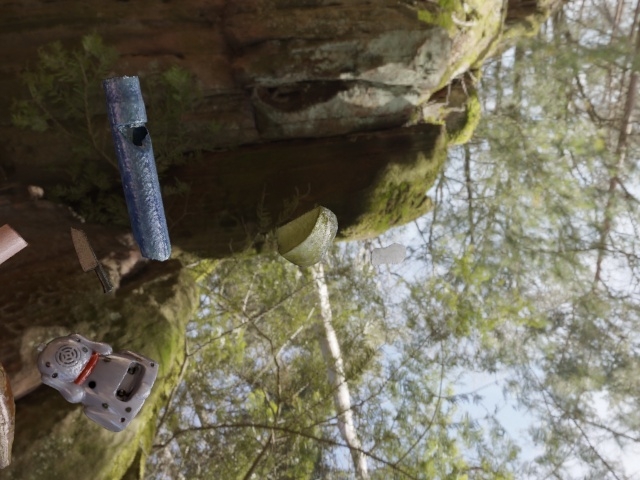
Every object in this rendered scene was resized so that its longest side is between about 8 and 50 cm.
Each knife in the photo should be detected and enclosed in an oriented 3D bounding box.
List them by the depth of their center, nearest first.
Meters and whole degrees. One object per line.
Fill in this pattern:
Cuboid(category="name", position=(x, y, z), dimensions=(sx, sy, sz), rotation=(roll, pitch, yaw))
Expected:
Cuboid(category="knife", position=(-0.711, 0.061, 1.455), dimensions=(0.060, 0.230, 0.028), rotation=(-21, -170, 2))

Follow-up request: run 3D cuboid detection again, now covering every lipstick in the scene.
Cuboid(category="lipstick", position=(-1.033, 0.082, 1.382), dimensions=(0.087, 0.087, 0.327), rotation=(23, -124, 40))

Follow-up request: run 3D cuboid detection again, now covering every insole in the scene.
Cuboid(category="insole", position=(0.199, 0.042, 1.371), dimensions=(0.006, 0.065, 0.194), rotation=(8, -171, 40))

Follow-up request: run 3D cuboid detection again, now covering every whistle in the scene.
Cuboid(category="whistle", position=(-0.302, -0.113, 0.789), dimensions=(0.062, 0.303, 0.062), rotation=(-4, -163, 1))

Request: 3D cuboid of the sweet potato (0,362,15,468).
Cuboid(category="sweet potato", position=(-0.621, 0.251, 0.824), dimensions=(0.131, 0.336, 0.131), rotation=(-19, -178, 1))

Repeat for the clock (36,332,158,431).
Cuboid(category="clock", position=(-0.536, 0.309, 1.097), dimensions=(0.189, 0.254, 0.188), rotation=(-44, -156, 26))

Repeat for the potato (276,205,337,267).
Cuboid(category="potato", position=(0.000, 0.000, 0.992), dimensions=(0.120, 0.081, 0.149), rotation=(-25, 156, 32))
